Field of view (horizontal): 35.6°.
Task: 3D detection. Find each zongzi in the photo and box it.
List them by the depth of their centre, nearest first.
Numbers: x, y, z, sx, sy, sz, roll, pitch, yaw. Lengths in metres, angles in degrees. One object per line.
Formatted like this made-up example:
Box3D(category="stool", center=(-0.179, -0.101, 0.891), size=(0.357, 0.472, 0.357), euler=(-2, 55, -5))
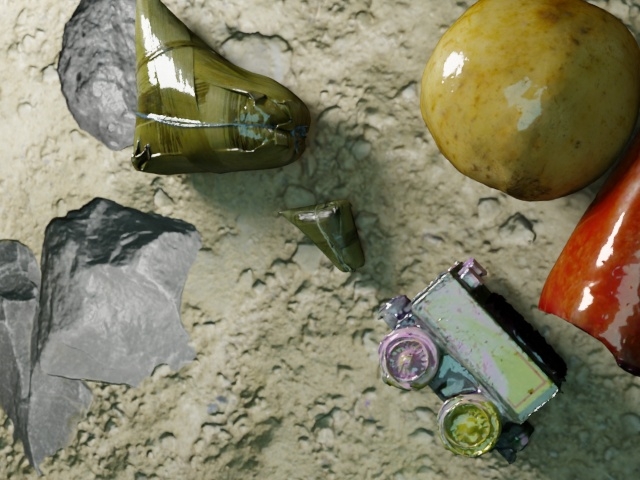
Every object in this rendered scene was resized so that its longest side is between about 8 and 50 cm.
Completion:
Box3D(category="zongzi", center=(-0.138, -0.229, 1.357), size=(0.251, 0.125, 0.274), euler=(-2, 90, 18))
Box3D(category="zongzi", center=(0.000, 0.000, 1.380), size=(0.113, 0.052, 0.104), euler=(-9, 99, 31))

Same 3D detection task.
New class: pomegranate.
Box3D(category="pomegranate", center=(0.247, -0.172, 1.185), size=(0.260, 0.260, 0.260), euler=(2, 96, 17))

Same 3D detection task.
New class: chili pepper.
Box3D(category="chili pepper", center=(0.423, 0.008, 1.151), size=(0.251, 0.229, 0.305), euler=(27, 100, -20))

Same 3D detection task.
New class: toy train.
Box3D(category="toy train", center=(0.193, 0.157, 1.288), size=(0.177, 0.134, 0.261), euler=(-44, 83, 16))
